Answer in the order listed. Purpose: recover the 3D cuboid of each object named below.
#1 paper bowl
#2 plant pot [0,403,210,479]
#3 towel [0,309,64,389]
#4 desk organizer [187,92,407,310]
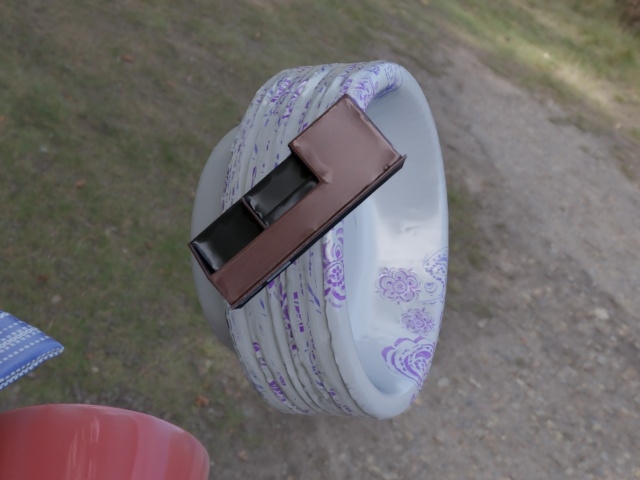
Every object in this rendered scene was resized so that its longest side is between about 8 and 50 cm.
[{"bbox_3d":[0.000,0.000,0.816,0.148,0.284,0.284,-1,20,24],"label":"paper bowl"},{"bbox_3d":[-0.258,0.341,1.069,0.275,0.275,0.243,16,51,-23],"label":"plant pot"},{"bbox_3d":[-0.441,0.092,0.897,0.336,0.040,0.243,21,31,22],"label":"towel"},{"bbox_3d":[-0.016,-0.021,0.572,0.050,0.130,0.047,49,-1,3],"label":"desk organizer"}]
